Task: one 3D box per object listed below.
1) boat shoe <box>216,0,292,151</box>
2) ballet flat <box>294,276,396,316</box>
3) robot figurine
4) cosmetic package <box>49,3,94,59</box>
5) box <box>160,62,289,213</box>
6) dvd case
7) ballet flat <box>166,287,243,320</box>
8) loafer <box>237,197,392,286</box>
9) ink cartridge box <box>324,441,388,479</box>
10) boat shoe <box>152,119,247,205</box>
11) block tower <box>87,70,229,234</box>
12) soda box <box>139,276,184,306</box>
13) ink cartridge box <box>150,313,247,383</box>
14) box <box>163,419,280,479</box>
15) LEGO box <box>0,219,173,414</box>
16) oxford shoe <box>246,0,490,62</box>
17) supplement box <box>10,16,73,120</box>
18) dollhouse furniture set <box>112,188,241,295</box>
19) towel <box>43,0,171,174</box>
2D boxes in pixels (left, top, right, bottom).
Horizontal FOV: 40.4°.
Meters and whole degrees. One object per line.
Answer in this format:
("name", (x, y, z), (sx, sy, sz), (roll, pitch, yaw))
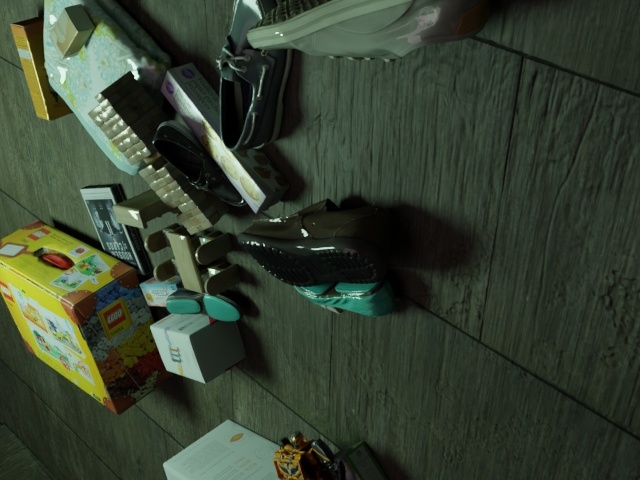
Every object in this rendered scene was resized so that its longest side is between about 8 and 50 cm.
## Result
("boat shoe", (-0.123, -0.292, 1.492), (0.116, 0.099, 0.319), (34, 137, 32))
("ballet flat", (0.043, 0.100, 1.582), (0.247, 0.083, 0.087), (6, 132, 51))
("robot figurine", (0.000, 0.536, 1.817), (0.211, 0.085, 0.290), (-18, 100, 55))
("cosmetic package", (-0.510, -0.426, 1.779), (0.115, 0.041, 0.060), (-34, 85, 52))
("box", (-0.185, -0.197, 1.663), (0.324, 0.063, 0.067), (52, 141, 11))
("dvd case", (-0.523, -0.027, 2.219), (0.179, 0.030, 0.238), (2, 115, 51))
("ballet flat", (-0.252, 0.136, 1.957), (0.203, 0.074, 0.074), (2, 117, 26))
("loafer", (0.000, 0.000, 1.539), (0.366, 0.130, 0.134), (4, 144, 46))
("ink cartridge box", (0.101, 0.532, 1.818), (0.209, 0.062, 0.109), (56, 144, 6))
("boat shoe", (-0.231, -0.137, 1.684), (0.080, 0.076, 0.228), (-34, 110, 34))
("block tower", (-0.320, -0.172, 1.749), (0.097, 0.091, 0.335), (-19, 114, 49))
("soda box", (-0.362, 0.121, 2.100), (0.183, 0.058, 0.062), (-3, 111, 50))
("ink cartridge box", (-0.285, 0.236, 2.026), (0.176, 0.128, 0.127), (7, 119, 49))
("box", (-0.177, 0.598, 2.071), (0.345, 0.215, 0.168), (14, 124, 46))
("LEGO box", (-0.668, 0.198, 2.384), (0.500, 0.193, 0.372), (21, 134, 41))
("oxford shoe", (0.054, -0.310, 1.230), (0.449, 0.169, 0.130), (2, 134, 49))
("supplement box", (-0.664, -0.410, 2.085), (0.080, 0.078, 0.233), (18, 126, 43))
("dollhouse furniture set", (-0.322, 0.010, 1.886), (0.212, 0.161, 0.242), (10, 121, 47))
("towel", (-0.470, -0.366, 1.872), (0.374, 0.090, 0.320), (46, 143, 19))
